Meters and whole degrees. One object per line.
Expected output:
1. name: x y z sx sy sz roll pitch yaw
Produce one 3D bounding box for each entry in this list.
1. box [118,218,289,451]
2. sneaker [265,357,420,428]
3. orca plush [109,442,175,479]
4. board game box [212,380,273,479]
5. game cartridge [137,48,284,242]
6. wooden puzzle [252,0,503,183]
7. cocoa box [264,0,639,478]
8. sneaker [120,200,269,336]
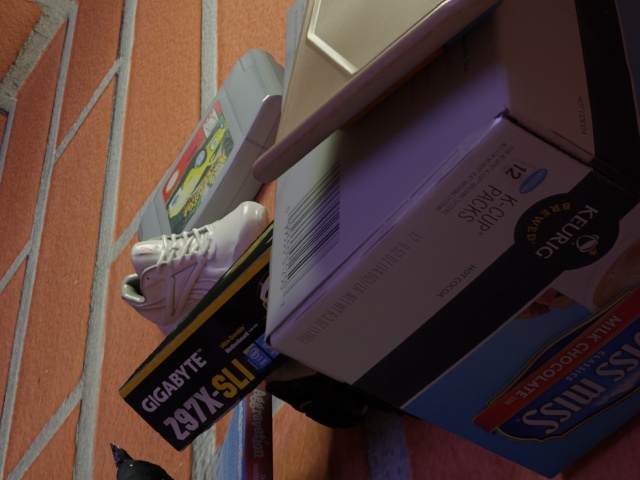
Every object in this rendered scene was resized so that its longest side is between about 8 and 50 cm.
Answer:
1. box: 0.000 0.000 1.234 0.257 0.079 0.322 -41 6 40
2. sneaker: 0.044 0.079 1.187 0.271 0.100 0.108 -16 46 62
3. orca plush: -0.127 0.276 1.411 0.287 0.102 0.151 -126 19 -77
4. board game box: -0.066 0.253 1.237 0.281 0.027 0.145 -93 15 -52
5. game cartridge: -0.126 -0.073 1.800 0.294 0.060 0.196 -57 27 16
6. wooden puzzle: 0.054 -0.161 0.897 0.221 0.044 0.239 -35 30 47
7. cocoa box: 0.125 -0.071 0.988 0.231 0.228 0.347 -45 28 35
8. sneaker: -0.143 0.027 1.634 0.232 0.115 0.090 -45 29 39
